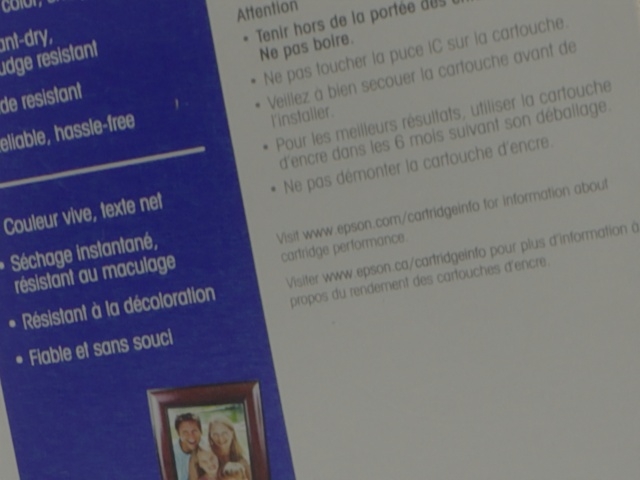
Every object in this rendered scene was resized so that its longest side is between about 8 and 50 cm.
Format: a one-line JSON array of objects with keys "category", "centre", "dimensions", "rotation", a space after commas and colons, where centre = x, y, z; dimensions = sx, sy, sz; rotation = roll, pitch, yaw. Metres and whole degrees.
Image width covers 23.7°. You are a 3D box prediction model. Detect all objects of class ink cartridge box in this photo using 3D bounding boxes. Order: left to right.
[{"category": "ink cartridge box", "centre": [0.000, 0.000, 0.352], "dimensions": [0.165, 0.065, 0.332], "rotation": [-9, -85, 13]}]
